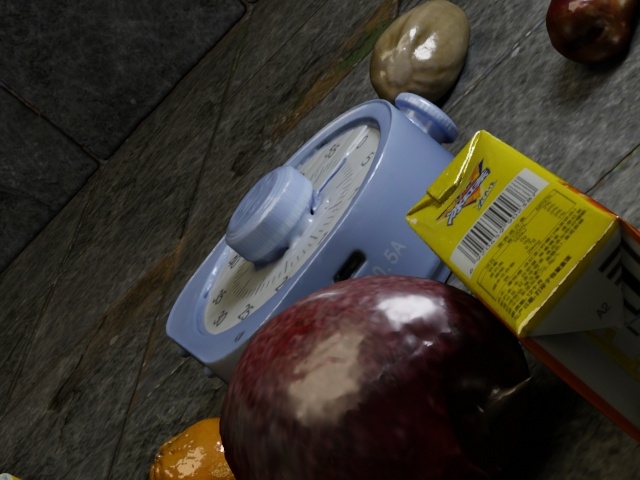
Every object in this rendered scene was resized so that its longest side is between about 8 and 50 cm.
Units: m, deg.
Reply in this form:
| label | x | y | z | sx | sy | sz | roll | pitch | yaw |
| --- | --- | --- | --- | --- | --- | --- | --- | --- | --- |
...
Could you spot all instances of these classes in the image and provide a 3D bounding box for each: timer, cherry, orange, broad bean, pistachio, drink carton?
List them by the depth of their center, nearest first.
| label | x | y | z | sx | sy | sz | roll | pitch | yaw |
| --- | --- | --- | --- | --- | --- | --- | --- | --- | --- |
| drink carton | 0.185 | 0.029 | 1.346 | 0.111 | 0.154 | 0.351 | -49 | 16 | 3 |
| cherry | 0.037 | 0.138 | 1.398 | 0.300 | 0.203 | 0.230 | -6 | 58 | 45 |
| orange | -0.105 | 0.235 | 1.754 | 0.135 | 0.117 | 0.135 | -42 | 25 | 24 |
| broad bean | 0.283 | -0.243 | 1.839 | 0.114 | 0.084 | 0.165 | -20 | 24 | 31 |
| timer | 0.000 | 0.000 | 1.898 | 0.395 | 0.173 | 0.395 | -47 | 15 | 17 |
| pistachio | 0.130 | -0.231 | 2.203 | 0.108 | 0.126 | 0.185 | 15 | 53 | 25 |

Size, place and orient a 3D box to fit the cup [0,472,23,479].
| label | x | y | z | sx | sy | sz | roll | pitch | yaw |
| --- | --- | --- | --- | --- | --- | --- | --- | --- | --- |
| cup | -0.224 | 0.325 | 1.594 | 0.196 | 0.280 | 0.196 | -47 | 21 | 24 |
